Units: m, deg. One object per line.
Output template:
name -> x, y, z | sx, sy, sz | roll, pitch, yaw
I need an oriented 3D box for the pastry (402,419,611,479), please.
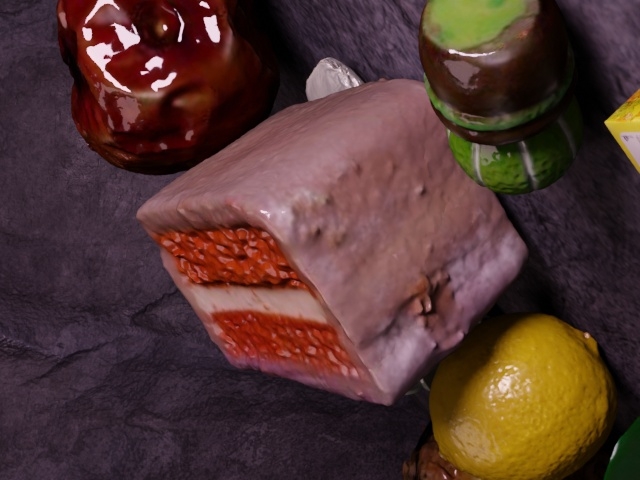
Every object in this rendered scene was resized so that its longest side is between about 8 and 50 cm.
pastry -> 0.262, 0.352, 1.155 | 0.405, 0.292, 0.337 | 41, -169, -52

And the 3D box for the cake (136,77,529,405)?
cake -> 0.000, 0.000, 0.840 | 0.308, 0.230, 0.237 | -2, 122, 54

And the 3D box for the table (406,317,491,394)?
table -> 0.125, 0.074, 1.093 | 0.198, 0.166, 0.166 | 62, 168, -23

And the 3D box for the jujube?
jujube -> -0.183, -0.211, 1.010 | 0.276, 0.276, 0.377 | 50, 179, -5

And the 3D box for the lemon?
lemon -> 0.204, 0.166, 0.881 | 0.178, 0.203, 0.178 | 46, -166, -15

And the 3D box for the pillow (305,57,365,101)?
pillow -> 0.066, -0.098, 0.931 | 0.229, 0.051, 0.128 | 50, 172, -6

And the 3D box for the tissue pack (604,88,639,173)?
tissue pack -> 0.213, -0.034, 0.354 | 0.095, 0.062, 0.176 | 50, 172, -15

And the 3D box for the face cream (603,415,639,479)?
face cream -> 0.326, 0.258, 0.518 | 0.357, 0.219, 0.312 | 58, 171, -29

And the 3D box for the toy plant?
toy plant -> 0.118, -0.089, 0.537 | 0.093, 0.093, 0.162 | 44, 174, 38
